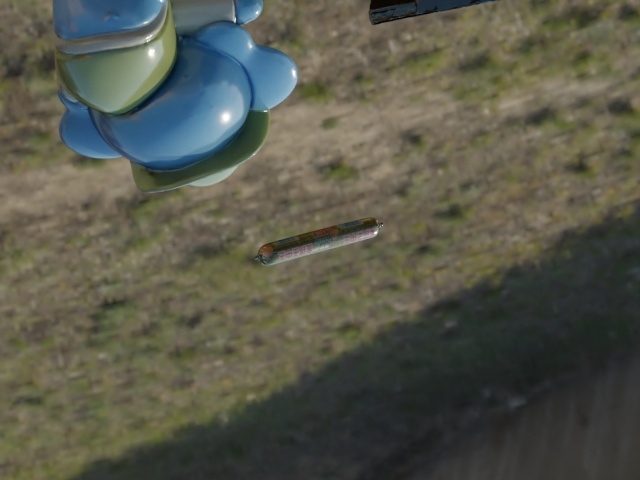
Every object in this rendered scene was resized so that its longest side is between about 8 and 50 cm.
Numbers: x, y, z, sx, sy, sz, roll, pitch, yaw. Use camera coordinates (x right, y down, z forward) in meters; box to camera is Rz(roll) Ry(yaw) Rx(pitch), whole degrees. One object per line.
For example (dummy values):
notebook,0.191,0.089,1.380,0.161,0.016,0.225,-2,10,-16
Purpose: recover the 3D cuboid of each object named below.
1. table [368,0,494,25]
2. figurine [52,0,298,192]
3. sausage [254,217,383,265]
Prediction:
table,0.114,-0.257,0.883,0.193,0.169,0.172,-10,-162,6
figurine,-0.121,-0.143,1.032,0.180,0.154,0.262,-32,149,-18
sausage,0.000,0.000,0.856,0.100,0.015,0.015,-14,166,-31
